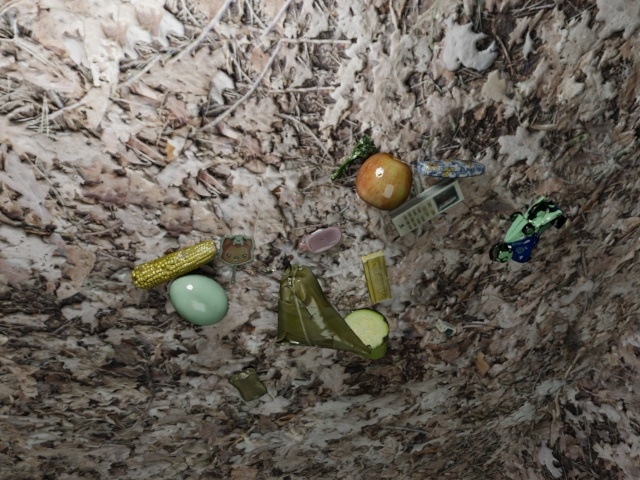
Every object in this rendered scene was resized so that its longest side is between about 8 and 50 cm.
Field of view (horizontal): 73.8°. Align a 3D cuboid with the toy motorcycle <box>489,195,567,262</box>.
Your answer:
[{"bbox_3d":[0.859,-0.022,1.774,0.196,0.125,0.331,21,119,-29],"label":"toy motorcycle"}]

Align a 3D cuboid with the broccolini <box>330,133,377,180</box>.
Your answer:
[{"bbox_3d":[0.110,-0.264,1.430,0.074,0.058,0.201,33,109,-24],"label":"broccolini"}]

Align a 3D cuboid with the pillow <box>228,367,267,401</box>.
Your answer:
[{"bbox_3d":[-0.329,0.667,1.961,0.130,0.033,0.217,-24,126,-2],"label":"pillow"}]

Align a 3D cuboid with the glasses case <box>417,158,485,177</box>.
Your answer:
[{"bbox_3d":[0.467,-0.256,1.518,0.248,0.087,0.065,-1,111,-14],"label":"glasses case"}]

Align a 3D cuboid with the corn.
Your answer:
[{"bbox_3d":[-0.509,0.084,1.478,0.320,0.097,0.097,-22,127,-3],"label":"corn"}]

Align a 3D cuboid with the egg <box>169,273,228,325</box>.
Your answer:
[{"bbox_3d":[-0.436,0.212,1.535,0.168,0.168,0.231,-42,120,14],"label":"egg"}]

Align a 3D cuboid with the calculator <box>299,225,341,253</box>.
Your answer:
[{"bbox_3d":[0.000,0.000,1.601,0.166,0.024,0.103,-24,127,0],"label":"calculator"}]

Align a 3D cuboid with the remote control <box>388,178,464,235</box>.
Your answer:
[{"bbox_3d":[0.399,-0.128,1.606,0.277,0.055,0.103,-31,127,7],"label":"remote control"}]

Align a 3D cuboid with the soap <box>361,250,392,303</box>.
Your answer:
[{"bbox_3d":[0.234,0.158,1.768,0.092,0.037,0.252,-17,127,-2],"label":"soap"}]

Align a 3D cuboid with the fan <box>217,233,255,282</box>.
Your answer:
[{"bbox_3d":[-0.312,0.070,1.571,0.132,0.009,0.220,4,122,-18],"label":"fan"}]

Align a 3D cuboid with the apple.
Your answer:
[{"bbox_3d":[0.214,-0.197,1.426,0.188,0.188,0.174,16,112,-25],"label":"apple"}]

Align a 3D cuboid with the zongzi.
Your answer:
[{"bbox_3d":[0.010,0.239,1.624,0.418,0.181,0.447,10,123,11],"label":"zongzi"}]

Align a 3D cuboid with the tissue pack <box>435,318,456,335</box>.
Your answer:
[{"bbox_3d":[0.596,0.415,2.028,0.083,0.062,0.042,20,111,-27],"label":"tissue pack"}]

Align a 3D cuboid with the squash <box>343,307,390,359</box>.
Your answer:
[{"bbox_3d":[0.184,0.403,1.822,0.220,0.220,0.133,-8,136,-10],"label":"squash"}]
